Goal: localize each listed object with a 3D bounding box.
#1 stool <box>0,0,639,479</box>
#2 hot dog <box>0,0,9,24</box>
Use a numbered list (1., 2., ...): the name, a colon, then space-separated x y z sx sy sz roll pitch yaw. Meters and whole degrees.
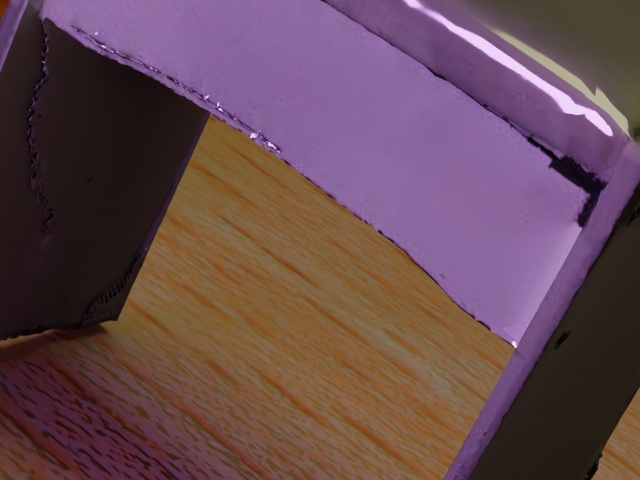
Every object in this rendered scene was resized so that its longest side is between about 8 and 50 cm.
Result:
1. stool: 0.000 0.000 0.727 0.243 0.270 0.170 35 23 22
2. hot dog: -0.216 -0.131 1.018 0.135 0.100 0.337 25 20 -30
